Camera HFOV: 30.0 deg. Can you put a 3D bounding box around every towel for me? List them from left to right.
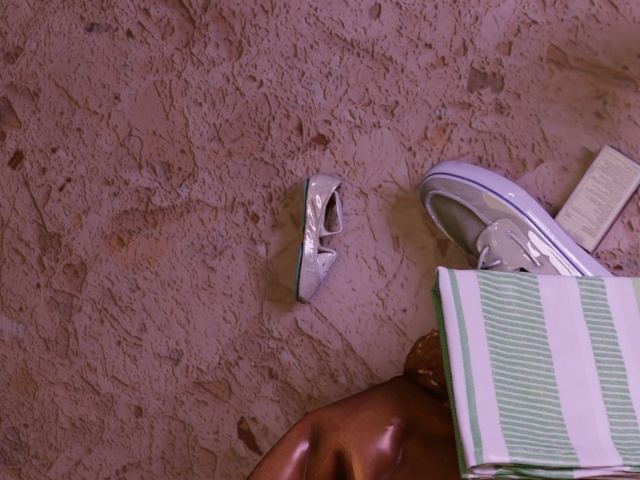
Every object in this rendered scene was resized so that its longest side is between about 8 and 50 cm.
[{"bbox_3d":[0.283,0.137,1.250,0.325,0.038,0.248,3,56,-15],"label":"towel"}]

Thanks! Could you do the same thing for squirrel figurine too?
[{"bbox_3d":[0.184,0.287,1.286,0.397,0.281,0.370,-49,40,-10],"label":"squirrel figurine"}]

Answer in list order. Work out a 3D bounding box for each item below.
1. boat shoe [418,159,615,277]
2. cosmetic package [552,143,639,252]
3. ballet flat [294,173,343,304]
[{"bbox_3d":[0.227,0.021,1.374,0.302,0.094,0.109,39,140,15],"label":"boat shoe"},{"bbox_3d":[0.324,-0.049,1.381,0.060,0.041,0.115,38,104,17],"label":"cosmetic package"},{"bbox_3d":[0.000,0.000,1.507,0.052,0.057,0.168,5,94,12],"label":"ballet flat"}]
